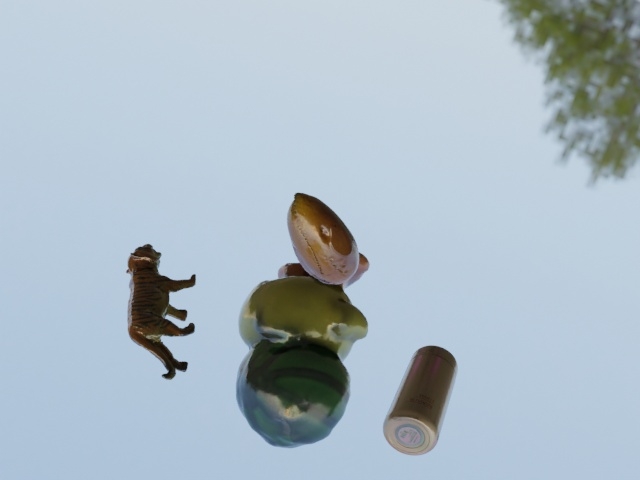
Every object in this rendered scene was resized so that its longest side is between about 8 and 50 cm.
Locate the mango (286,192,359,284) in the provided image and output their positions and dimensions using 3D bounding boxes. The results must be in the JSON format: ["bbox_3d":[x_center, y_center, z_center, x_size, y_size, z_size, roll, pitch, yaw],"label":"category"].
[{"bbox_3d":[0.000,0.000,1.722,0.077,0.063,0.127,52,176,43],"label":"mango"}]

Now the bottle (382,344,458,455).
[{"bbox_3d":[0.082,0.126,1.290,0.045,0.045,0.096,21,-141,5],"label":"bottle"}]

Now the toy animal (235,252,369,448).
[{"bbox_3d":[-0.043,0.164,2.572,0.191,0.216,0.338,32,-127,-32],"label":"toy animal"}]

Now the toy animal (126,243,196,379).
[{"bbox_3d":[-0.228,0.100,2.248,0.099,0.057,0.241,14,-138,-14],"label":"toy animal"}]
